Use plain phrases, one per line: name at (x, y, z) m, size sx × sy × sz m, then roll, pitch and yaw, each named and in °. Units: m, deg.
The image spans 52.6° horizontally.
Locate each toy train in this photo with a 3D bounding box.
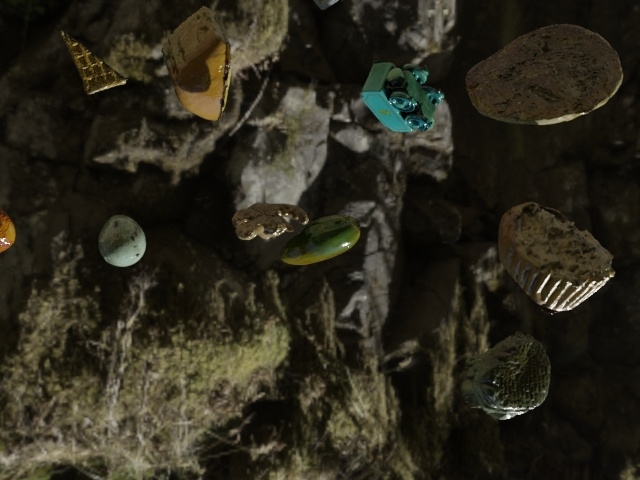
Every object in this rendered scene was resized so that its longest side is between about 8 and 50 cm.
toy train at (0.200, -0.353, 1.606) m, size 0.163 × 0.112 × 0.203 m, roll 10°, pitch 158°, yaw 41°

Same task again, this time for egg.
egg at (-0.559, -0.003, 1.807) m, size 0.131 × 0.131 × 0.164 m, roll -4°, pitch -136°, yaw -34°

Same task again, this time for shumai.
shumai at (0.374, 0.274, 1.342) m, size 0.184 × 0.184 × 0.142 m, roll -4°, pitch -177°, yaw -31°

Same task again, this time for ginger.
ginger at (-0.141, -0.042, 1.497) m, size 0.149 × 0.065 × 0.258 m, roll 10°, pitch -162°, yaw 22°

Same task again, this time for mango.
mango at (0.004, -0.001, 1.414) m, size 0.191 × 0.085 × 0.122 m, roll -22°, pitch 175°, yaw 41°

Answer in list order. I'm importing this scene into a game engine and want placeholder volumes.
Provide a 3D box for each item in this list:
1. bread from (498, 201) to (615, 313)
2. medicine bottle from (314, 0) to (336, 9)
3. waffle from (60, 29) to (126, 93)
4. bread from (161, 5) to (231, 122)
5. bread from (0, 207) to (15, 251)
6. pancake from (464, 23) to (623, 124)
bread at (0.524, 0.033, 1.488) m, size 0.274 × 0.149 × 0.274 m, roll 16°, pitch -143°, yaw -12°
medicine bottle at (0.055, -0.505, 1.210) m, size 0.119 × 0.069 × 0.183 m, roll -35°, pitch -172°, yaw 46°
waffle at (-0.517, -0.417, 1.474) m, size 0.097 × 0.153 × 0.023 m, roll -25°, pitch -168°, yaw -15°
bread at (-0.300, -0.421, 1.603) m, size 0.162 × 0.262 × 0.204 m, roll -10°, pitch -130°, yaw -20°
bread at (-0.771, -0.066, 1.360) m, size 0.139 × 0.269 × 0.095 m, roll -30°, pitch -142°, yaw 12°
pancake at (0.518, -0.381, 1.510) m, size 0.356 × 0.065 × 0.356 m, roll -11°, pitch -136°, yaw 11°
